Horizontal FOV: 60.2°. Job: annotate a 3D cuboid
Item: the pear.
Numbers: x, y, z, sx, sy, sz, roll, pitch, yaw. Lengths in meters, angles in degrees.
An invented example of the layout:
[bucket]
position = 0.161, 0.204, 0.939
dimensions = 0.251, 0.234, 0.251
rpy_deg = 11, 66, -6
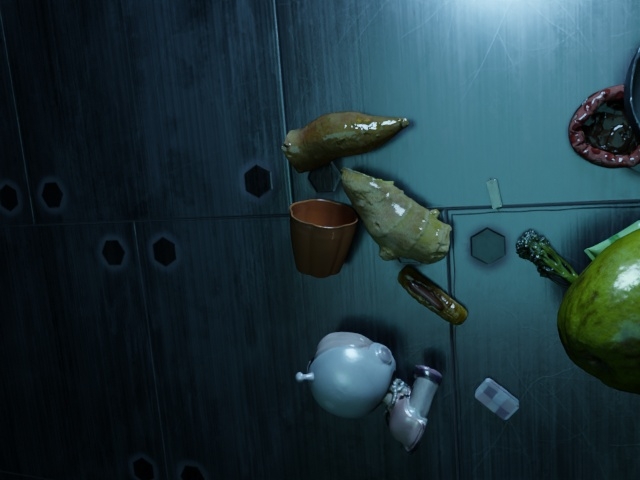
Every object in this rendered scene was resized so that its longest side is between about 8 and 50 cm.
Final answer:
[pear]
position = 0.690, 0.147, 1.139
dimensions = 0.414, 0.352, 0.351
rpy_deg = -29, 88, -16

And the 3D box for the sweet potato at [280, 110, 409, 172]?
[sweet potato]
position = 0.064, -0.279, 1.445
dimensions = 0.337, 0.131, 0.131
rpy_deg = -16, 94, 21

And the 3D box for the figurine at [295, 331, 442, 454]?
[figurine]
position = 0.132, 0.389, 1.492
dimensions = 0.361, 0.211, 0.253
rpy_deg = 29, 108, 12

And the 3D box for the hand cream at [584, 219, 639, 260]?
[hand cream]
position = 0.725, 0.010, 1.290
dimensions = 0.175, 0.046, 0.095
rpy_deg = -40, 90, 24

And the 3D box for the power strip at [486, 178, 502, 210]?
[power strip]
position = 0.438, -0.115, 1.390
dimensions = 0.027, 0.017, 0.083
rpy_deg = -12, 95, 23

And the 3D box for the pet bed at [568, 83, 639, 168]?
[pet bed]
position = 0.676, -0.257, 1.256
dimensions = 0.201, 0.053, 0.201
rpy_deg = 2, 99, 14

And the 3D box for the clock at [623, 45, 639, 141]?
[clock]
position = 0.839, -0.320, 1.142
dimensions = 0.387, 0.076, 0.385
rpy_deg = 1, 97, 11

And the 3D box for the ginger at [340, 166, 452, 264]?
[ginger]
position = 0.182, -0.069, 1.436
dimensions = 0.190, 0.126, 0.354
rpy_deg = -43, 80, 8

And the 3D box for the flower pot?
[flower pot]
position = 0.000, 0.000, 1.496
dimensions = 0.191, 0.190, 0.173
rpy_deg = 14, 115, 18

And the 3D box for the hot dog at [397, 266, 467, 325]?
[hot dog]
position = 0.294, 0.153, 1.478
dimensions = 0.216, 0.047, 0.066
rpy_deg = 40, 113, 10

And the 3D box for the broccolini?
[broccolini]
position = 0.621, 0.141, 1.351
dimensions = 0.079, 0.074, 0.392
rpy_deg = -37, 86, -19

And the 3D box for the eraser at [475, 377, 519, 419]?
[eraser]
position = 0.470, 0.423, 1.472
dimensions = 0.105, 0.026, 0.065
rpy_deg = 39, 108, 10
